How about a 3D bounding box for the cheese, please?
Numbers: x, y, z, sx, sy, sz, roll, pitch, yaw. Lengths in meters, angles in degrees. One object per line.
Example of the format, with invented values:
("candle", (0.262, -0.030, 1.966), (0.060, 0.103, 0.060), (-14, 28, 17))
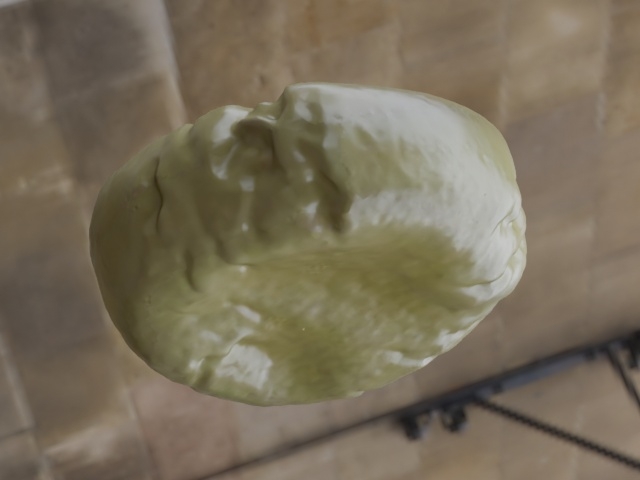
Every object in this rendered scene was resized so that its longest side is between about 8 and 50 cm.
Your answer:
("cheese", (0.000, 0.000, 0.924), (0.226, 0.214, 0.117), (24, 44, -51))
